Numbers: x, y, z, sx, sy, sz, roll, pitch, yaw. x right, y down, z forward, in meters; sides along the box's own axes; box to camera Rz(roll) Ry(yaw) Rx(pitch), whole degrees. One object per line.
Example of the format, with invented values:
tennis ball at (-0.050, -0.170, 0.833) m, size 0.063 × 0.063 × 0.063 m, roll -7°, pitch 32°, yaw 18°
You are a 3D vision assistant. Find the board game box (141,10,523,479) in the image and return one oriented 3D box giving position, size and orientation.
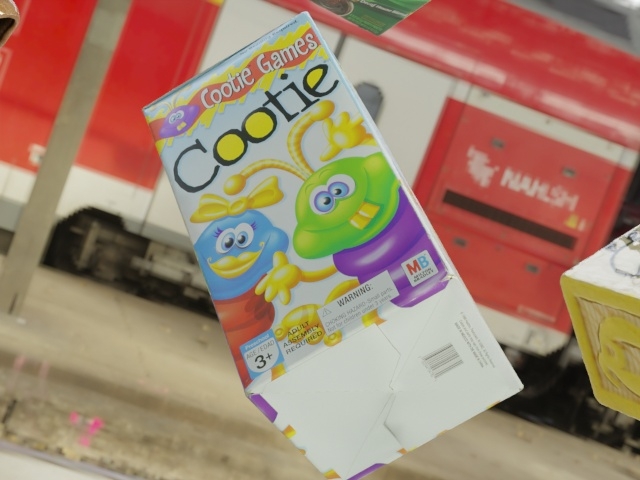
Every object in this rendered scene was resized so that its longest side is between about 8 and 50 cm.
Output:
board game box at (0.000, 0.000, 0.826) m, size 0.144 × 0.142 × 0.275 m, roll 54°, pitch 8°, yaw -47°

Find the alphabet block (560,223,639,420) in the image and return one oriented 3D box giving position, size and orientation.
alphabet block at (0.431, 0.092, 1.419) m, size 0.197 × 0.193 × 0.192 m, roll -30°, pitch 22°, yaw -22°

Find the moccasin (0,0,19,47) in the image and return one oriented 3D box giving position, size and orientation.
moccasin at (-0.408, -0.090, 0.993) m, size 0.147 × 0.380 × 0.139 m, roll 49°, pitch -6°, yaw 12°

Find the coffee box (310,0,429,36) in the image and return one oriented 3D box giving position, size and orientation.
coffee box at (0.074, -0.292, 1.306) m, size 0.113 × 0.040 × 0.184 m, roll 23°, pitch -27°, yaw -28°
